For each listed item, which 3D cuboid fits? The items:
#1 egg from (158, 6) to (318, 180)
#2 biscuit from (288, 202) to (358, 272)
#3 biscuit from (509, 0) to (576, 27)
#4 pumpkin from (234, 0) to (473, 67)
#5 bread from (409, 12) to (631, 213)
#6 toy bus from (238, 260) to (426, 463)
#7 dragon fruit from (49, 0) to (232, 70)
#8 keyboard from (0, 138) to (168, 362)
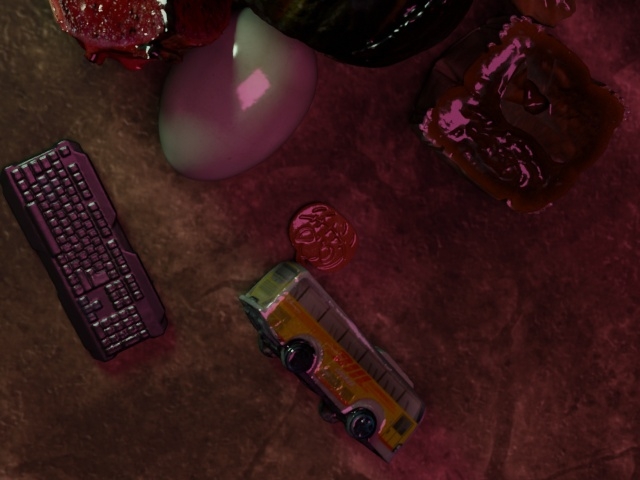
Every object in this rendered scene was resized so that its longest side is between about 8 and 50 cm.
[{"bbox_3d":[-0.093,-0.156,1.752,0.151,0.151,0.209,33,105,-22],"label":"egg"},{"bbox_3d":[0.000,0.000,1.901,0.091,0.015,0.078,40,94,-23],"label":"biscuit"},{"bbox_3d":[0.247,-0.386,1.784,0.187,0.036,0.273,24,81,-19],"label":"biscuit"},{"bbox_3d":[0.017,-0.311,1.650,0.320,0.320,0.192,21,122,-21],"label":"pumpkin"},{"bbox_3d":[0.227,-0.145,1.864,0.210,0.110,0.192,40,93,-23],"label":"bread"},{"bbox_3d":[0.017,0.144,1.919,0.106,0.092,0.268,-44,113,-8],"label":"toy bus"},{"bbox_3d":[-0.179,-0.272,1.676,0.189,0.261,0.163,5,152,-29],"label":"dragon fruit"},{"bbox_3d":[-0.264,0.014,1.833,0.106,0.016,0.262,-26,113,-6],"label":"keyboard"}]
